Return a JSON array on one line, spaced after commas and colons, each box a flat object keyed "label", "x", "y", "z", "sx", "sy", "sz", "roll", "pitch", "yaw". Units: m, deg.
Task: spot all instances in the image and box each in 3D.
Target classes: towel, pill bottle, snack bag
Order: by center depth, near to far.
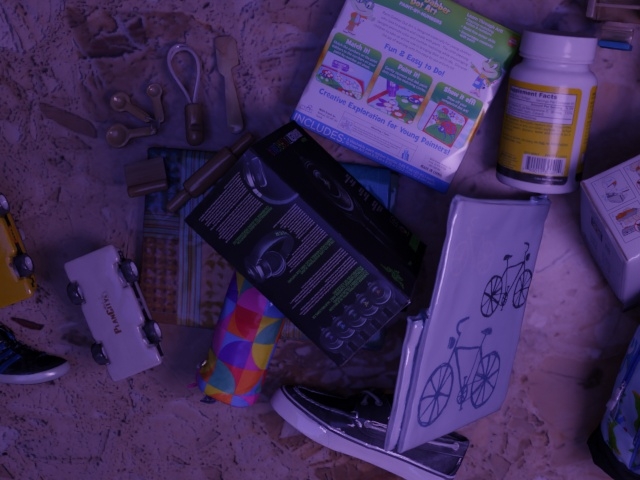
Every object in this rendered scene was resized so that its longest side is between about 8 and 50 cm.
[{"label": "snack bag", "x": 0.205, "y": 0.098, "z": 1.255, "sx": 0.037, "sy": 0.323, "sz": 0.343, "roll": 17, "pitch": 101, "yaw": 33}, {"label": "pill bottle", "x": 0.311, "y": -0.177, "z": 1.272, "sx": 0.119, "sy": 0.119, "sz": 0.209, "roll": 6, "pitch": 107, "yaw": 1}, {"label": "towel", "x": -0.078, "y": 0.010, "z": 1.371, "sx": 0.370, "sy": 0.040, "sz": 0.272, "roll": 6, "pitch": 98, "yaw": 3}]

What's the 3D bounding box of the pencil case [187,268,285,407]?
[{"label": "pencil case", "x": -0.105, "y": 0.122, "z": 1.322, "sx": 0.104, "sy": 0.104, "sz": 0.236, "roll": 21, "pitch": 98, "yaw": -1}]

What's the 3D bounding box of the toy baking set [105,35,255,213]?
[{"label": "toy baking set", "x": -0.193, "y": -0.169, "z": 1.328, "sx": 0.256, "sy": 0.030, "sz": 0.197, "roll": -37, "pitch": 86, "yaw": 2}]

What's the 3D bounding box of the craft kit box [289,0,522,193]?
[{"label": "craft kit box", "x": 0.118, "y": -0.229, "z": 1.314, "sx": 0.249, "sy": 0.061, "sz": 0.247, "roll": 26, "pitch": 103, "yaw": -3}]

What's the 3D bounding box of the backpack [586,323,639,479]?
[{"label": "backpack", "x": 0.543, "y": 0.191, "z": 1.239, "sx": 0.290, "sy": 0.273, "sz": 0.356, "roll": 11, "pitch": 106, "yaw": 2}]

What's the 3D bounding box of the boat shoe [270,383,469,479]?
[{"label": "boat shoe", "x": 0.076, "y": 0.265, "z": 1.369, "sx": 0.301, "sy": 0.108, "sz": 0.102, "roll": 26, "pitch": 99, "yaw": -4}]

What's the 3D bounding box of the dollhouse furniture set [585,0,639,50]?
[{"label": "dollhouse furniture set", "x": 0.462, "y": -0.263, "z": 1.280, "sx": 0.183, "sy": 0.129, "sz": 0.129, "roll": 13, "pitch": 100, "yaw": 25}]

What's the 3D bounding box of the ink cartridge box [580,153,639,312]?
[{"label": "ink cartridge box", "x": 0.521, "y": -0.047, "z": 1.268, "sx": 0.309, "sy": 0.272, "sz": 0.130, "roll": -26, "pitch": 66, "yaw": 5}]

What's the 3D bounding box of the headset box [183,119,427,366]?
[{"label": "headset box", "x": 0.000, "y": 0.000, "z": 1.213, "sx": 0.283, "sy": 0.246, "sz": 0.131, "roll": 44, "pitch": 108, "yaw": -2}]

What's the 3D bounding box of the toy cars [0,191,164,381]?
[{"label": "toy cars", "x": -0.383, "y": 0.052, "z": 1.356, "sx": 0.393, "sy": 0.087, "sz": 0.176, "roll": 28, "pitch": 98, "yaw": 1}]

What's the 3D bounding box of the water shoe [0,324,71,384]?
[{"label": "water shoe", "x": -0.475, "y": 0.167, "z": 1.391, "sx": 0.203, "sy": 0.073, "sz": 0.080, "roll": 3, "pitch": 97, "yaw": 1}]
